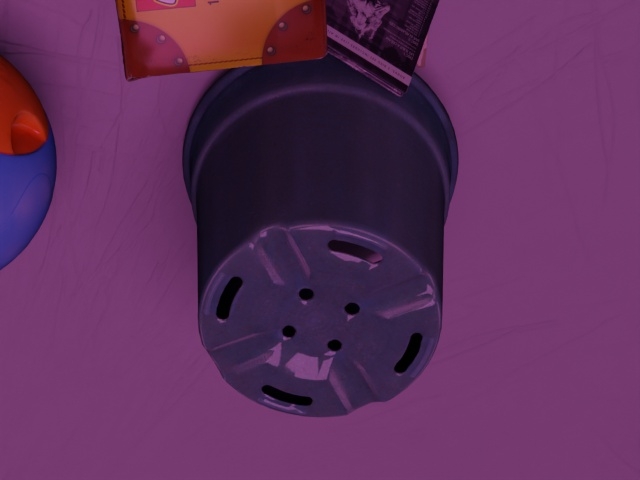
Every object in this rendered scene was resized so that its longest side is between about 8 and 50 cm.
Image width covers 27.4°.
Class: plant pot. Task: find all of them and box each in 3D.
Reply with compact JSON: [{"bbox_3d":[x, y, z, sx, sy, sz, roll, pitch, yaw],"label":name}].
[{"bbox_3d":[0.000,0.000,1.481,0.341,0.334,0.341,0,124,0],"label":"plant pot"}]

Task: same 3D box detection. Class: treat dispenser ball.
[{"bbox_3d":[-0.430,-0.085,1.414,0.288,0.288,0.288,-4,117,-9],"label":"treat dispenser ball"}]

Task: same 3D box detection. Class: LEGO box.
[{"bbox_3d":[-0.125,-0.452,1.240,0.193,0.372,0.500,-7,117,-7],"label":"LEGO box"}]

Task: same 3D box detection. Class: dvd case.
[{"bbox_3d":[0.062,-0.295,1.482,0.164,0.018,0.221,28,68,-22],"label":"dvd case"}]

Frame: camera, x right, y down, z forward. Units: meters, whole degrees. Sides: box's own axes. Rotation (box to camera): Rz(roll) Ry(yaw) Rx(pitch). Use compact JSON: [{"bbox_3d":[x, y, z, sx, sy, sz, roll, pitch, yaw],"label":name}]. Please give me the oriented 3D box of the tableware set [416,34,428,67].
[{"bbox_3d":[0.063,-0.205,1.591,0.128,0.039,0.194,4,111,-2],"label":"tableware set"}]
